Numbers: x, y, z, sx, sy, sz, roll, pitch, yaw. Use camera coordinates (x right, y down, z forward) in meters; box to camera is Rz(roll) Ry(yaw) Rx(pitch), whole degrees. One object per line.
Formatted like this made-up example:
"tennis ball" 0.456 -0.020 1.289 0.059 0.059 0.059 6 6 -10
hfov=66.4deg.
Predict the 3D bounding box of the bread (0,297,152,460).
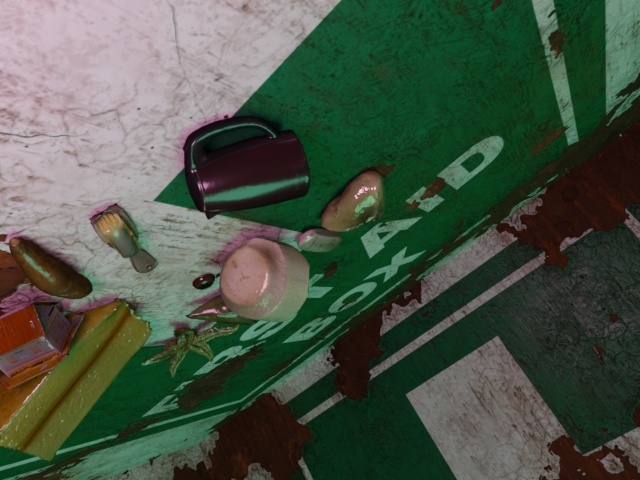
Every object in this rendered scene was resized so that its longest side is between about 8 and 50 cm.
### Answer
"bread" -0.606 0.337 1.242 0.361 0.245 0.233 -28 145 -6

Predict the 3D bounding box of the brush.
"brush" -0.420 0.024 1.086 0.072 0.067 0.313 -27 159 -14

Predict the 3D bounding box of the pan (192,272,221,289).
"pan" -0.322 0.118 1.455 0.115 0.023 0.068 -20 154 -25

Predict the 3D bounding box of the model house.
"model house" -0.673 0.204 1.085 0.219 0.207 0.136 -23 122 3

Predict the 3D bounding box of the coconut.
"coconut" -0.148 0.115 1.406 0.237 0.237 0.266 -37 153 13

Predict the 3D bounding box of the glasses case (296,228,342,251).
"glasses case" 0.000 0.000 1.586 0.081 0.051 0.204 -42 156 26

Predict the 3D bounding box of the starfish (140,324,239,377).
"starfish" -0.481 0.383 1.734 0.358 0.078 0.347 -44 155 28

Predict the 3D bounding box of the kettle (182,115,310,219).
"kettle" -0.153 -0.147 0.981 0.232 0.144 0.202 -18 135 -24

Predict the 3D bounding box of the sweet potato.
"sweet potato" -0.553 0.065 0.986 0.077 0.077 0.244 -30 154 -4

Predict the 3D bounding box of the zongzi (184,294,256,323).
"zongzi" -0.310 0.245 1.634 0.255 0.115 0.228 -19 160 -14

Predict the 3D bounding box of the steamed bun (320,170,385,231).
"steamed bun" 0.125 -0.104 1.460 0.231 0.110 0.212 -25 157 -22
